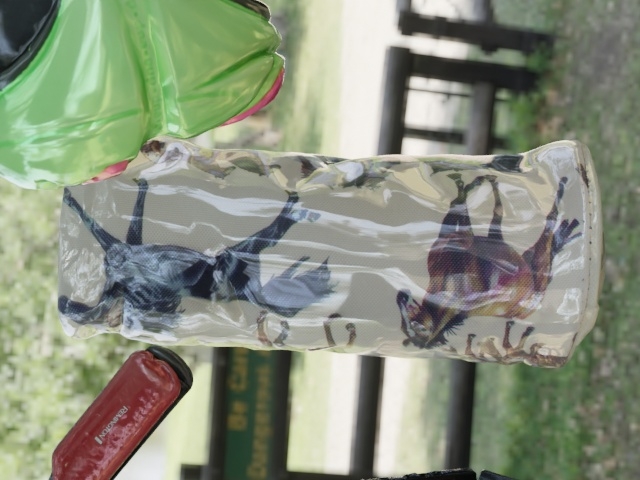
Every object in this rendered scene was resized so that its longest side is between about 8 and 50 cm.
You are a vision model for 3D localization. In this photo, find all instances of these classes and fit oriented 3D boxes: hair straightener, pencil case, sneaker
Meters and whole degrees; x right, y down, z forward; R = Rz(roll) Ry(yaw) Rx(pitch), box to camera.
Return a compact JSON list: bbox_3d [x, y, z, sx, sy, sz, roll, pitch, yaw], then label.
[{"bbox_3d":[-0.159,0.165,0.958,0.230,0.047,0.089,-56,-6,7],"label":"hair straightener"},{"bbox_3d":[0.000,0.000,1.073,0.183,0.410,0.160,-70,-19,-64],"label":"pencil case"},{"bbox_3d":[-0.157,-0.185,0.714,0.483,0.185,0.202,33,140,55],"label":"sneaker"}]

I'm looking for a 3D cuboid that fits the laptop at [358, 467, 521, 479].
[{"bbox_3d":[0.084,0.274,0.895,0.136,0.264,0.234,26,109,48],"label":"laptop"}]
